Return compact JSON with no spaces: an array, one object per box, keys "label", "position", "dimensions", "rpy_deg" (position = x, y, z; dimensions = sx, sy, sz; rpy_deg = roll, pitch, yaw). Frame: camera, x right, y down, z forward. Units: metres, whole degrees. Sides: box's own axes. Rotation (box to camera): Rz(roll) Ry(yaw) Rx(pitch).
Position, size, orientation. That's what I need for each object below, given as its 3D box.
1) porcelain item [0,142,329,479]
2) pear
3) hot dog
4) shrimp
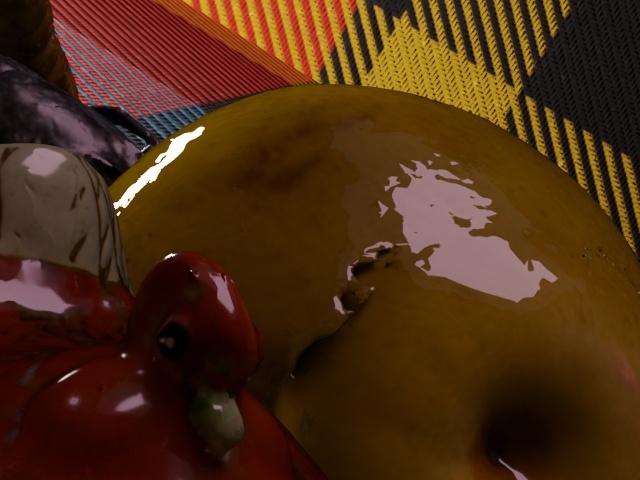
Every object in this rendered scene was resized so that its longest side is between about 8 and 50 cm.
[{"label":"porcelain item","position":[-0.072,0.090,0.385],"dimensions":[0.253,0.253,0.253],"rpy_deg":[29,11,-6]},{"label":"pear","position":[0.004,0.081,0.662],"dimensions":[0.285,0.285,0.336],"rpy_deg":[30,-25,-4]},{"label":"hot dog","position":[-0.204,-0.113,1.030],"dimensions":[0.083,0.068,0.289],"rpy_deg":[19,-28,7]},{"label":"shrimp","position":[-0.186,-0.048,0.942],"dimensions":[0.372,0.137,0.172],"rpy_deg":[30,28,4]}]
